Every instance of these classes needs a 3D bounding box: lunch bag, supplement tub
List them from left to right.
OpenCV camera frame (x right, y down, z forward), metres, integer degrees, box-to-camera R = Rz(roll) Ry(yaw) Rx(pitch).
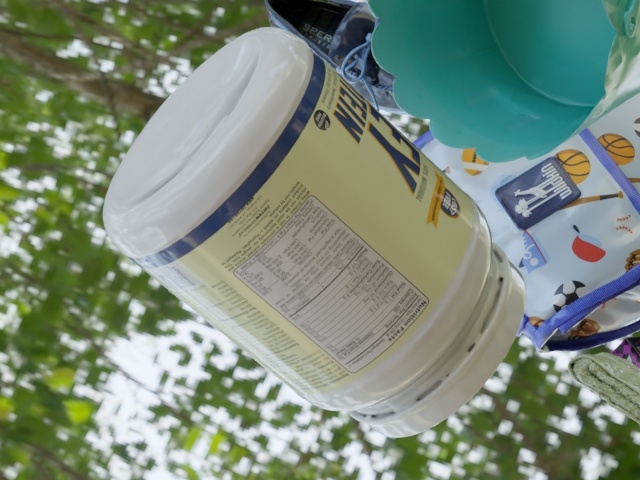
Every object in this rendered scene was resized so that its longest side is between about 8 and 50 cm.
[{"bbox_3d":[0.000,0.000,1.273,0.325,0.235,0.235,41,-111,-23],"label":"supplement tub"},{"bbox_3d":[0.340,-0.047,1.881,0.385,0.328,0.239,-17,-29,-29],"label":"lunch bag"}]

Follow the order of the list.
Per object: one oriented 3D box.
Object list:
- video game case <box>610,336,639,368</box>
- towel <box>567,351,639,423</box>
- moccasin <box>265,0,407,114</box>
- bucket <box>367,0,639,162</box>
[{"bbox_3d":[0.501,0.209,1.833,0.232,0.210,0.042,0,-41,-38],"label":"video game case"},{"bbox_3d":[0.289,0.141,1.259,0.027,0.148,0.110,-62,-23,12],"label":"towel"},{"bbox_3d":[0.048,-0.261,2.007,0.138,0.342,0.117,-62,-36,-11],"label":"moccasin"},{"bbox_3d":[0.207,-0.226,1.432,0.183,0.281,0.281,-26,-56,-46],"label":"bucket"}]
